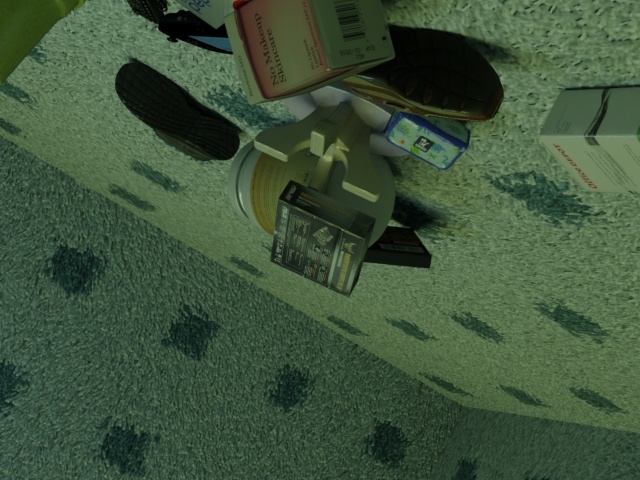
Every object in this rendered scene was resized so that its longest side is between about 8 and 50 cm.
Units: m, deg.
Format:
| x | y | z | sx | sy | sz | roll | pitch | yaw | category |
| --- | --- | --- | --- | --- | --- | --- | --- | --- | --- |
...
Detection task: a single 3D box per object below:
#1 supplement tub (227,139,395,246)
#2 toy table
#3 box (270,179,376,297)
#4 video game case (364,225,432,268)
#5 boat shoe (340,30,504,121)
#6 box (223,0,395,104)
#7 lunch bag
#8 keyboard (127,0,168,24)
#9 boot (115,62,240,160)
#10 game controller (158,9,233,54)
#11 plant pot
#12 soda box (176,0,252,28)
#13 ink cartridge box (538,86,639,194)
| x | y | z | sx | sy | sz | roll | pitch | yaw | category |
| --- | --- | --- | --- | --- | --- | --- | --- | --- | --- |
| -0.025 | -0.107 | 2.070 | 0.316 | 0.228 | 0.228 | 14 | 160 | 41 | supplement tub |
| 0.028 | -0.186 | 1.796 | 0.274 | 0.160 | 0.252 | 19 | 154 | 19 | toy table |
| 0.000 | 0.000 | 1.891 | 0.183 | 0.056 | 0.231 | 24 | 148 | 9 | box |
| 0.099 | 0.004 | 2.223 | 0.275 | 0.035 | 0.248 | 6 | -166 | -6 | video game case |
| 0.146 | -0.257 | 1.515 | 0.324 | 0.122 | 0.120 | 27 | 173 | 34 | boat shoe |
| -0.021 | -0.304 | 1.437 | 0.232 | 0.127 | 0.148 | -10 | 97 | 56 | box |
| 0.182 | -0.186 | 1.650 | 0.129 | 0.096 | 0.151 | 27 | -179 | -5 | lunch bag |
| -0.339 | -0.463 | 1.815 | 0.108 | 0.023 | 0.180 | 23 | 166 | 16 | keyboard |
| -0.367 | -0.286 | 2.304 | 0.338 | 0.118 | 0.223 | 38 | 167 | -22 | boot |
| -0.140 | -0.356 | 1.701 | 0.319 | 0.067 | 0.166 | 14 | 173 | 42 | game controller |
| -0.653 | -0.457 | 1.927 | 0.276 | 0.253 | 0.276 | 25 | 165 | 7 | plant pot |
| -0.133 | -0.417 | 1.474 | 0.098 | 0.091 | 0.286 | 32 | 165 | -20 | soda box |
| 0.452 | -0.141 | 1.390 | 0.160 | 0.092 | 0.219 | 38 | 162 | -35 | ink cartridge box |
